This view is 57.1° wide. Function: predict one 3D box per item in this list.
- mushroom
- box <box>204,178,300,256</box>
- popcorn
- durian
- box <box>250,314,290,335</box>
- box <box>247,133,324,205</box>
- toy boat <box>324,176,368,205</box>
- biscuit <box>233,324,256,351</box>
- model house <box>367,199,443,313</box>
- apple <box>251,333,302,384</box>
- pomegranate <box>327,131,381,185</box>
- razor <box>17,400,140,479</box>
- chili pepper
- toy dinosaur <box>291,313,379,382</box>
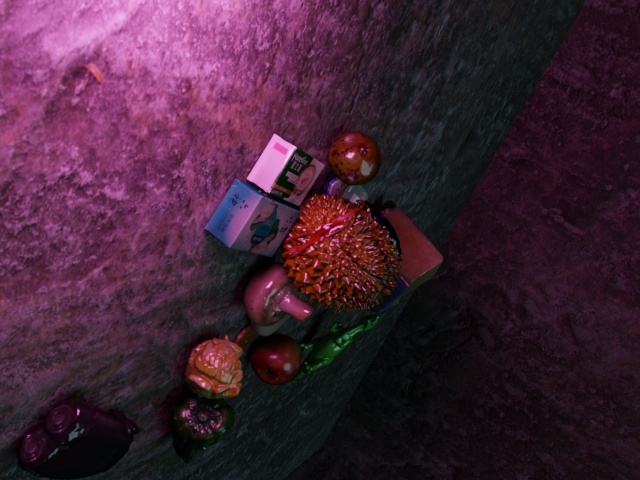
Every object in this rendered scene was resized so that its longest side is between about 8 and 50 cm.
[{"bbox_3d":[-0.117,0.181,1.785,0.207,0.215,0.207,-48,156,-30],"label":"mushroom"},{"bbox_3d":[-0.167,-0.052,1.508,0.153,0.092,0.245,-58,158,6],"label":"box"},{"bbox_3d":[-0.315,0.378,1.754,0.187,0.167,0.185,-171,-89,-77],"label":"popcorn"},{"bbox_3d":[0.054,0.028,1.697,0.348,0.384,0.347,-43,161,-18],"label":"durian"},{"bbox_3d":[-0.150,0.228,1.961,0.200,0.088,0.145,-43,157,-25],"label":"box"},{"bbox_3d":[-0.085,-0.177,1.516,0.135,0.081,0.199,-57,161,7],"label":"box"},{"bbox_3d":[0.075,-0.141,1.888,0.129,0.088,0.295,-55,159,1],"label":"toy boat"},{"bbox_3d":[-0.262,0.338,1.984,0.130,0.019,0.102,-57,158,6],"label":"biscuit"},{"bbox_3d":[0.232,0.113,2.345,0.343,0.334,0.382,-34,161,-17],"label":"model house"},{"bbox_3d":[-0.158,0.429,2.138,0.168,0.181,0.180,-66,172,-45],"label":"apple"},{"bbox_3d":[0.095,-0.237,1.735,0.159,0.159,0.205,-52,-177,-9],"label":"pomegranate"},{"bbox_3d":[-0.575,0.493,1.436,0.189,0.107,0.326,-49,158,-12],"label":"razor"},{"bbox_3d":[-0.391,0.589,1.906,0.213,0.167,0.384,-27,161,-23],"label":"chili pepper"},{"bbox_3d":[0.046,0.472,2.612,0.375,0.143,0.500,-24,161,-20],"label":"toy dinosaur"}]
